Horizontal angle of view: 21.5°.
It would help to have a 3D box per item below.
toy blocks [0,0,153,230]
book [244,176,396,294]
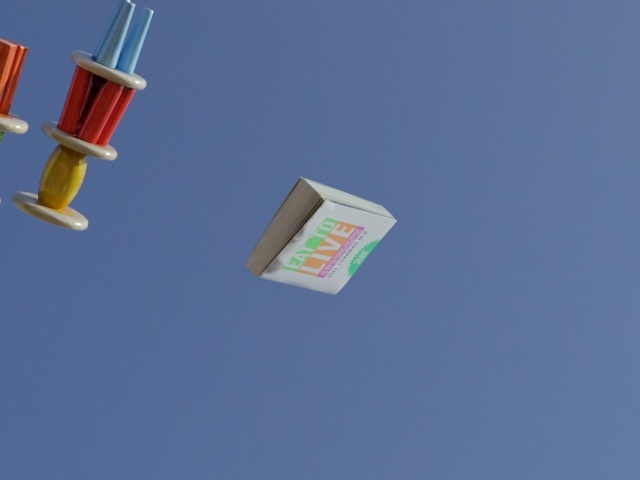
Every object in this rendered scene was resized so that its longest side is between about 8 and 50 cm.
[{"bbox_3d":[-0.171,-0.090,1.048,0.123,0.054,0.148,16,-80,-44],"label":"toy blocks"},{"bbox_3d":[0.000,0.000,1.537,0.096,0.035,0.144,-52,-28,13],"label":"book"}]
